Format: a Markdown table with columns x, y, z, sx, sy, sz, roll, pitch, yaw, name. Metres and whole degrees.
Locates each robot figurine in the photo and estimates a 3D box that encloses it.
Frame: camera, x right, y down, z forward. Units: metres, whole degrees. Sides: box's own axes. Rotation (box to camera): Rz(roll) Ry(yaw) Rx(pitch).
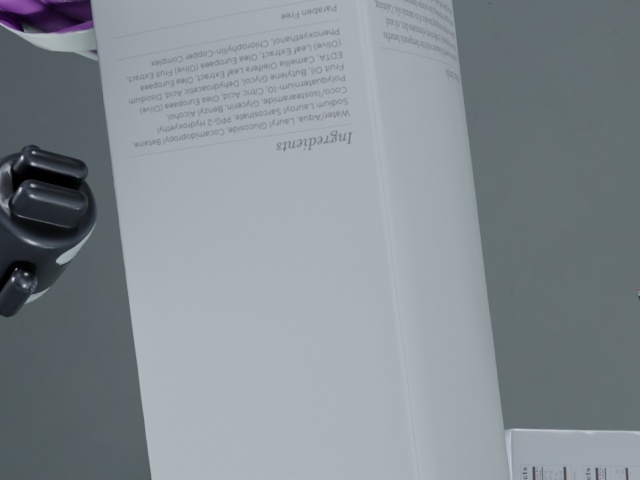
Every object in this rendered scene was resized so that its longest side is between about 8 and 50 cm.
| x | y | z | sx | sy | sz | roll | pitch | yaw | name |
| --- | --- | --- | --- | --- | --- | --- | --- | --- | --- |
| -0.437 | -0.019 | 1.673 | 0.173 | 0.209 | 0.278 | 44 | 133 | -2 | robot figurine |

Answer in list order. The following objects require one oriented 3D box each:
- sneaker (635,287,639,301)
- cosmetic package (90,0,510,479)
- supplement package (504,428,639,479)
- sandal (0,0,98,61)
| x | y | z | sx | sy | sz | roll | pitch | yaw | name |
| --- | --- | --- | --- | --- | --- | --- | --- | --- | --- |
| 0.478 | 0.102 | 1.547 | 0.063 | 0.170 | 0.075 | -23 | 60 | 22 | sneaker |
| 0.000 | 0.000 | 0.635 | 0.155 | 0.197 | 0.366 | -5 | 91 | 20 | cosmetic package |
| 0.312 | 0.285 | 1.305 | 0.244 | 0.139 | 0.134 | 3 | 77 | -10 | supplement package |
| -0.187 | -0.218 | 0.902 | 0.416 | 0.102 | 0.169 | 7 | 111 | -27 | sandal |
